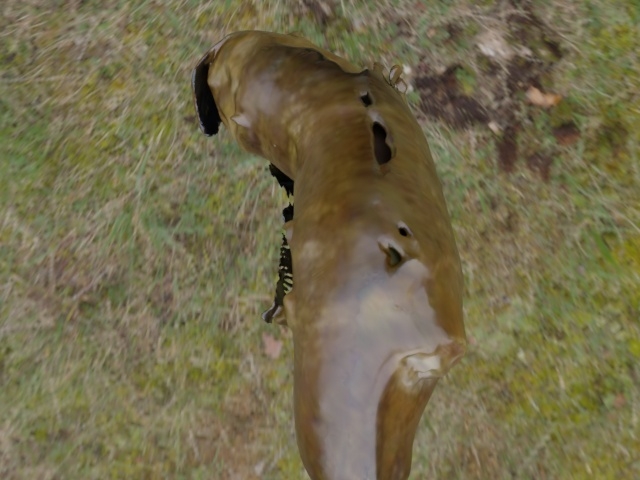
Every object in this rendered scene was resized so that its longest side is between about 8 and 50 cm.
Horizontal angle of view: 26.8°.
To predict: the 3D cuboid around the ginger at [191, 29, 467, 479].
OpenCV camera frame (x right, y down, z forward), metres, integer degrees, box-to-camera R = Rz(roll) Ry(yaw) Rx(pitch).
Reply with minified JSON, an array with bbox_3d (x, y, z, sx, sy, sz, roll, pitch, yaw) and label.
[{"bbox_3d":[0.011,-0.009,0.756,0.133,0.309,0.107,-28,141,12],"label":"ginger"}]
